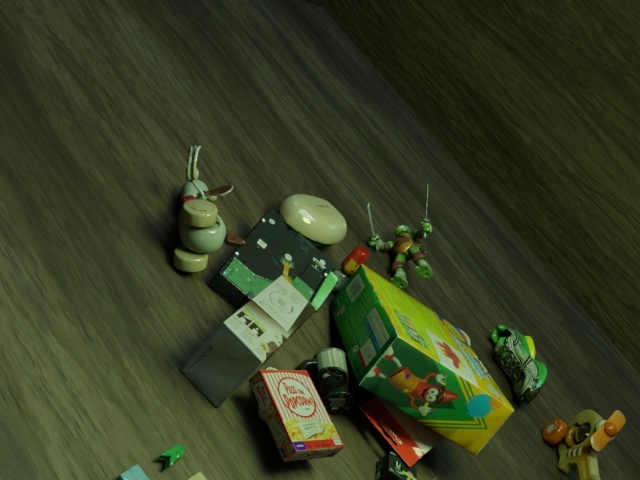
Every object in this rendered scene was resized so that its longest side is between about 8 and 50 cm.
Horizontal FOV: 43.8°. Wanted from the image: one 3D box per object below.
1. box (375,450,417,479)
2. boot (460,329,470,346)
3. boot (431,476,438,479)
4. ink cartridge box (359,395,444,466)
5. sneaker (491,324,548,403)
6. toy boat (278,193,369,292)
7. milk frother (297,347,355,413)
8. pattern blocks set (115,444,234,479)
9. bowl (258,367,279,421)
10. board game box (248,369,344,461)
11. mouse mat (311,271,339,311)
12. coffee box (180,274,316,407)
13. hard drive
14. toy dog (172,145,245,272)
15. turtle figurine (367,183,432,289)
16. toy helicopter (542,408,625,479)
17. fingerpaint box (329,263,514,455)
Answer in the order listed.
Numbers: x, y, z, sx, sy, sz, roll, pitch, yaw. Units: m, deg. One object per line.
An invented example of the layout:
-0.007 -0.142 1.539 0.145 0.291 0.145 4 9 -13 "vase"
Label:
0.174 0.538 1.827 0.083 0.052 0.062 35 28 -14 "box"
0.420 0.328 2.463 0.084 0.059 0.158 25 33 -23 "boot"
0.281 0.623 1.864 0.114 0.037 0.106 46 40 13 "boot"
0.206 0.441 1.949 0.189 0.066 0.232 48 10 16 "ink cartridge box"
0.629 0.402 2.588 0.146 0.134 0.343 28 21 -14 "sneaker"
0.000 0.000 2.297 0.318 0.148 0.267 48 21 25 "toy boat"
0.028 0.306 1.861 0.129 0.143 0.135 19 37 -27 "milk frother"
-0.203 0.507 1.384 0.285 0.026 0.325 -4 53 -56 "pattern blocks set"
-0.079 0.360 1.737 0.142 0.053 0.142 31 29 -21 "bowl"
-0.051 0.362 1.663 0.146 0.045 0.193 11 41 -47 "board game box"
-0.048 0.090 2.166 0.189 0.007 0.153 42 48 -5 "mouse mat"
-0.149 0.211 1.732 0.119 0.168 0.297 45 27 3 "coffee box"
-0.116 0.085 2.032 0.237 0.064 0.339 41 34 -6 "hard drive"
-0.266 -0.058 1.954 0.161 0.220 0.334 10 46 -13 "toy dog"
0.258 0.002 2.567 0.197 0.275 0.266 -1 44 -7 "turtle figurine"
0.793 0.627 2.337 0.140 0.235 0.355 39 27 -10 "toy helicopter"
0.240 0.293 2.041 0.371 0.163 0.445 33 12 -19 "fingerpaint box"
